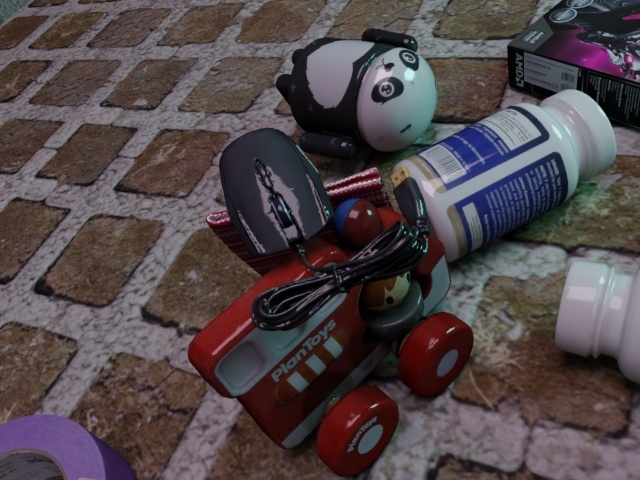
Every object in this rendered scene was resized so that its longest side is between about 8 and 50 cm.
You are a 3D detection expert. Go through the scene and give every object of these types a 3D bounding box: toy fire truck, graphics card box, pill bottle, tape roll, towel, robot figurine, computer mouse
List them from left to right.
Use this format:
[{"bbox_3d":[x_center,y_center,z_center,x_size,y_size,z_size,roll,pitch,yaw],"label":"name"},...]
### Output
[{"bbox_3d":[-0.349,0.347,0.672,0.275,0.090,0.274,-10,48,11],"label":"tape roll"},{"bbox_3d":[-0.009,-0.053,0.562,0.184,0.060,0.262,-22,48,3],"label":"computer mouse"},{"bbox_3d":[0.000,0.000,0.733,0.199,0.275,0.031,-15,67,8],"label":"towel"},{"bbox_3d":[0.027,0.089,0.643,0.302,0.253,0.169,-41,49,-16],"label":"toy fire truck"},{"bbox_3d":[0.058,-0.250,0.988,0.278,0.209,0.174,22,25,35],"label":"robot figurine"},{"bbox_3d":[0.244,-0.091,0.792,0.265,0.153,0.153,-27,46,-4],"label":"pill bottle"},{"bbox_3d":[0.510,-0.281,0.903,0.233,0.094,0.371,-40,47,-15],"label":"graphics card box"},{"bbox_3d":[0.370,0.090,0.596,0.229,0.131,0.131,11,55,29],"label":"pill bottle"}]

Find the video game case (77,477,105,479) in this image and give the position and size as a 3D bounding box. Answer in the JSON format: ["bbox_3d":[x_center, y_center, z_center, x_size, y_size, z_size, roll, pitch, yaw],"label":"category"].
[{"bbox_3d":[-0.173,0.350,0.578,0.184,0.023,0.201,15,46,-15],"label":"video game case"}]
